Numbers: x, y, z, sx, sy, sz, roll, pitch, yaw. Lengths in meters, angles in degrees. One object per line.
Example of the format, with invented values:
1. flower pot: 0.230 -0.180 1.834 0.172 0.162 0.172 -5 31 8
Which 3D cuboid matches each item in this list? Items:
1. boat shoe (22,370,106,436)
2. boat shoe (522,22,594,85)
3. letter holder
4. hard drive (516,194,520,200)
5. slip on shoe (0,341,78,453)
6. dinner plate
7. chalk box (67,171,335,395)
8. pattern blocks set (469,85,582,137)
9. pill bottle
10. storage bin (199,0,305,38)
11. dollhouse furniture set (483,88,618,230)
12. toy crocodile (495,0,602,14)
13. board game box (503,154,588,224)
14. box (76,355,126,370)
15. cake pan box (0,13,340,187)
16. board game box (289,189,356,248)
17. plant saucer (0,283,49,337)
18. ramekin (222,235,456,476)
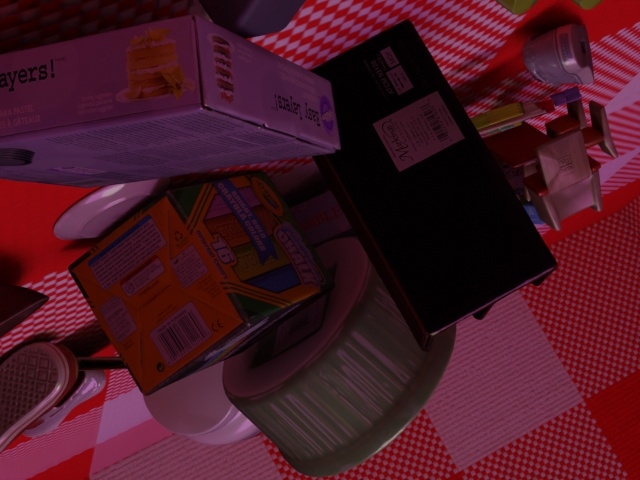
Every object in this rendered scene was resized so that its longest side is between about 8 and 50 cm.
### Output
1. boat shoe: -0.443 0.268 1.888 0.184 0.066 0.063 -30 154 16
2. boat shoe: 0.312 -0.244 1.490 0.081 0.079 0.227 -8 -179 21
3. letter holder: 0.104 -0.046 1.244 0.152 0.302 0.214 -28 168 -3
4. hard drive: 0.115 0.011 1.621 0.203 0.040 0.307 -4 160 -41
5. slip on shoe: -0.479 0.256 1.631 0.331 0.123 0.101 -37 171 13
6. dinner plate: -0.225 -0.033 1.239 0.141 0.017 0.141 -27 169 -5
7. chalk box: -0.120 0.039 1.365 0.180 0.179 0.289 -35 173 26
8. pattern blocks set: 0.202 -0.148 1.543 0.324 0.026 0.285 -18 180 -5
9. pill bottle: -0.161 0.250 2.050 0.229 0.229 0.407 -31 168 12
10. storage bin: -0.047 -0.202 0.759 0.098 0.091 0.135 -20 164 -38
11. dollhouse furniture set: 0.315 -0.130 1.680 0.262 0.135 0.259 -25 -153 -7
12. toy crocodile: 0.184 -0.269 0.967 0.340 0.115 0.105 -18 145 -49
13. board game box: 0.303 -0.089 1.809 0.211 0.039 0.160 6 -143 44
14. box: -0.327 0.189 1.743 0.164 0.021 0.201 -3 174 14
15. cake pan box: -0.139 -0.091 0.851 0.245 0.070 0.267 -5 176 21
16. board game box: 0.000 0.000 1.681 0.318 0.066 0.318 -23 170 12
17. plant saucer: -0.436 0.134 1.217 0.310 0.050 0.310 -34 -176 2
18. ramekin: 0.013 0.139 1.464 0.303 0.148 0.303 -38 -156 20
